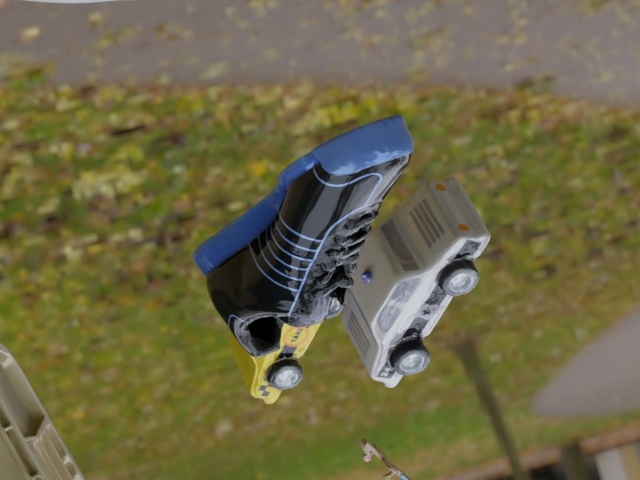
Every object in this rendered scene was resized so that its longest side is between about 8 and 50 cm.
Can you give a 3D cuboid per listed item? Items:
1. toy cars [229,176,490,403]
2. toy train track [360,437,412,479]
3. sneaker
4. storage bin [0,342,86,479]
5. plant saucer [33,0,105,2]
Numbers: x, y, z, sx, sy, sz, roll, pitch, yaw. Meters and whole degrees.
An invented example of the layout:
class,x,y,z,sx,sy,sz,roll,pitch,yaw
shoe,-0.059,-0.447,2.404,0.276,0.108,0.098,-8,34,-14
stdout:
class,x,y,z,sx,sy,sz,roll,pitch,yaw
toy cars,0.006,0.049,1.657,0.087,0.176,0.393,8,167,-32
toy train track,0.058,0.183,1.396,0.014,0.083,0.048,-46,-156,3
sneaker,0.000,0.000,1.225,0.081,0.090,0.232,-20,167,-40
storage bin,-0.279,0.236,1.221,0.262,0.260,0.123,-30,178,-1
plant saucer,-0.127,-0.197,0.756,0.400,0.100,0.400,7,154,3
